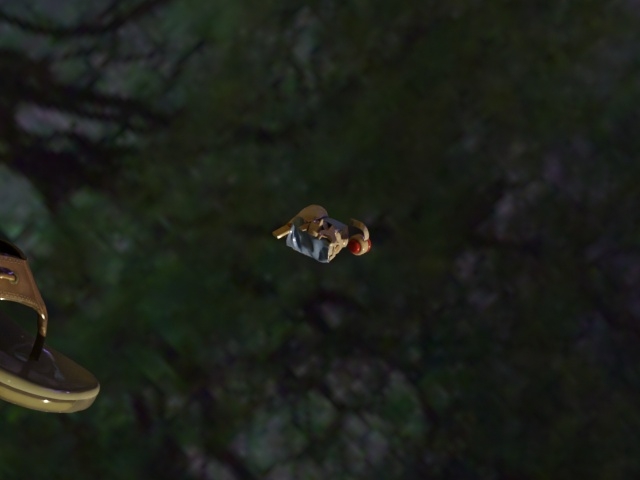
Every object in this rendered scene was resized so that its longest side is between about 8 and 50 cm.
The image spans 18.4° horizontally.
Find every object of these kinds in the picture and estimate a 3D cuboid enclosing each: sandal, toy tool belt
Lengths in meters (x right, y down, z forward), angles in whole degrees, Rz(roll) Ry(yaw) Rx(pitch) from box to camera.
[{"bbox_3d":[-0.290,0.025,1.591,0.086,0.303,0.120,-43,-175,13],"label":"sandal"},{"bbox_3d":[0.000,0.000,1.858,0.083,0.052,0.051,21,-151,31],"label":"toy tool belt"}]
